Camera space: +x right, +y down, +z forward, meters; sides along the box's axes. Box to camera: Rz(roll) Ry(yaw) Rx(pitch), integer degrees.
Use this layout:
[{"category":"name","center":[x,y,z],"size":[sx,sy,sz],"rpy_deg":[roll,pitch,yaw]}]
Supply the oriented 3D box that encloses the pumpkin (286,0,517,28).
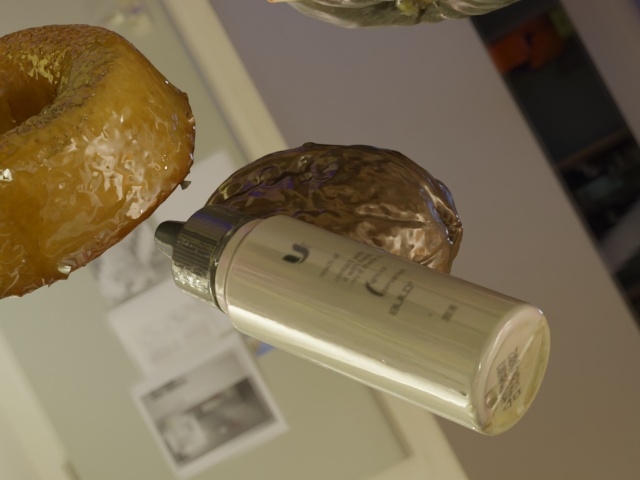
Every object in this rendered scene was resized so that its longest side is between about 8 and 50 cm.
[{"category":"pumpkin","center":[0.089,-0.353,1.770],"size":[0.363,0.266,0.363],"rpy_deg":[-2,175,0]}]

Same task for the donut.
[{"category":"donut","center":[-0.229,-0.070,1.360],"size":[0.277,0.108,0.277],"rpy_deg":[-19,-150,11]}]

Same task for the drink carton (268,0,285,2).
[{"category":"drink carton","center":[0.014,-0.241,1.379],"size":[0.223,0.096,0.071],"rpy_deg":[5,-113,49]}]

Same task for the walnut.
[{"category":"walnut","center":[0.000,0.002,1.483],"size":[0.230,0.178,0.178],"rpy_deg":[1,-174,14]}]

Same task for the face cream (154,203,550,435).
[{"category":"face cream","center":[0.004,0.040,1.222],"size":[0.311,0.092,0.092],"rpy_deg":[19,-150,34]}]
